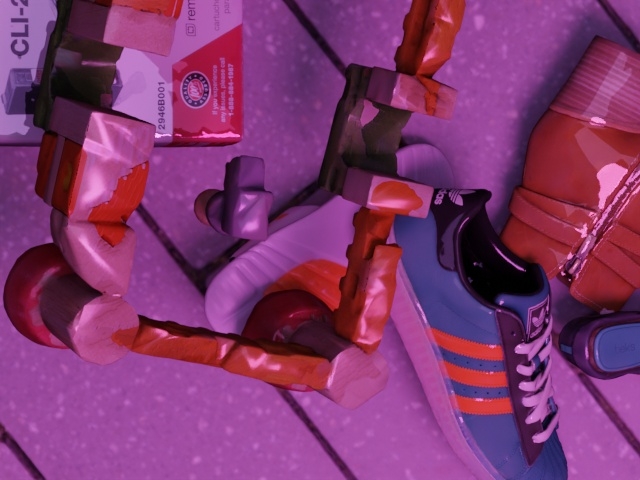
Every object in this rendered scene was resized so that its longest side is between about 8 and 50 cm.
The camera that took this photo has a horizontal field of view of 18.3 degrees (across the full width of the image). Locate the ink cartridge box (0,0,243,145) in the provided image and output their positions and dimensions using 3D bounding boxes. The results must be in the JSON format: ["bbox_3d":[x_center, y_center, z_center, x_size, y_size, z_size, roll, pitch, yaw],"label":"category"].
[{"bbox_3d":[-0.208,-0.179,1.711,0.273,0.114,0.197,-1,91,-10],"label":"ink cartridge box"}]

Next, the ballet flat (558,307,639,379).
[{"bbox_3d":[0.291,0.087,1.750,0.203,0.074,0.074,-1,91,-34],"label":"ballet flat"}]

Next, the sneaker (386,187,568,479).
[{"bbox_3d":[0.154,0.093,1.708,0.121,0.108,0.302,-20,105,32],"label":"sneaker"}]

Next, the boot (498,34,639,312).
[{"bbox_3d":[0.308,-0.025,1.742,0.283,0.109,0.220,25,97,-8],"label":"boot"}]

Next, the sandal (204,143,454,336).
[{"bbox_3d":[0.006,0.009,1.764,0.265,0.076,0.102,-36,106,-19],"label":"sandal"}]

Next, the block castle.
[{"bbox_3d":[-0.066,-0.108,1.583,0.303,0.213,0.453,11,96,-24],"label":"block castle"}]
